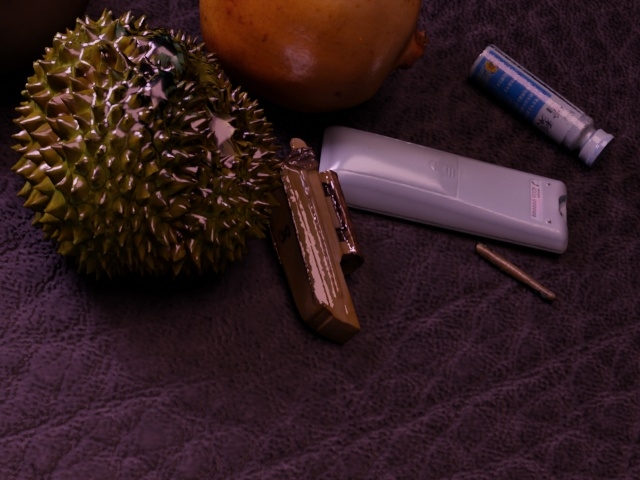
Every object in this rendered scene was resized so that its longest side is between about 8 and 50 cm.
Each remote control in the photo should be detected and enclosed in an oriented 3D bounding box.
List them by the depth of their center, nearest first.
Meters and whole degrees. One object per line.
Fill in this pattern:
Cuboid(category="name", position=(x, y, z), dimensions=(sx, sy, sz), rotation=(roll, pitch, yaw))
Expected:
Cuboid(category="remote control", position=(0.142, -0.063, 1.635), dimensions=(0.293, 0.051, 0.103), rotation=(14, 50, -9))

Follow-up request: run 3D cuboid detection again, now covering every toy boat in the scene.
Cuboid(category="toy boat", position=(0.000, 0.000, 1.523), dimensions=(0.088, 0.068, 0.226), rotation=(0, 60, -35))

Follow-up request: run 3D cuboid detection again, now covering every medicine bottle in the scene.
Cuboid(category="medicine bottle", position=(0.265, -0.163, 1.754), dimensions=(0.191, 0.051, 0.051), rotation=(40, 52, 13))

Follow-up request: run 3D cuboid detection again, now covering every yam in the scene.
Cuboid(category="yam", position=(0.214, 0.035, 1.607), dimensions=(0.107, 0.014, 0.014), rotation=(35, 51, 9))

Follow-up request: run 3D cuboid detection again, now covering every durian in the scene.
Cuboid(category="durian", position=(-0.182, -0.083, 1.441), dimensions=(0.291, 0.225, 0.291), rotation=(38, 37, -37))

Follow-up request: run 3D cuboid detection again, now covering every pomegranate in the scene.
Cuboid(category="pomegranate", position=(-0.001, -0.268, 1.612), dimensions=(0.264, 0.264, 0.264), rotation=(9, 51, -12))

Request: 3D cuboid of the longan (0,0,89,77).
Cuboid(category="longan", position=(-0.370, -0.307, 1.508), dimensions=(0.297, 0.297, 0.297), rotation=(9, 51, -12))
